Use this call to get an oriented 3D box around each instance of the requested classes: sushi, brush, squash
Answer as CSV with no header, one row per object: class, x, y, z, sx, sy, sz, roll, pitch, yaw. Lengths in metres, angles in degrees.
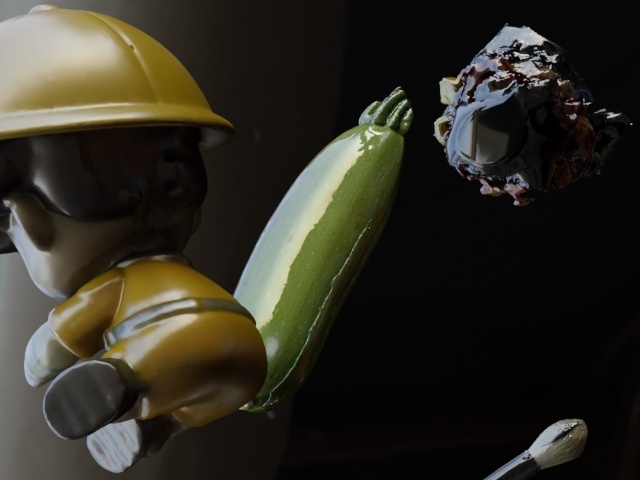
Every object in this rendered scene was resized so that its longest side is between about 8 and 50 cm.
sushi,0.199,-0.118,1.236,0.153,0.172,0.150,-60,-19,22
brush,0.151,0.271,1.258,0.299,0.042,0.039,-32,-74,-6
squash,0.000,0.000,0.996,0.094,0.094,0.341,54,-132,-35

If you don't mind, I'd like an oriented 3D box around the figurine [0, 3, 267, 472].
figurine,-0.118,-0.013,0.679,0.167,0.257,0.192,-39,-18,13
